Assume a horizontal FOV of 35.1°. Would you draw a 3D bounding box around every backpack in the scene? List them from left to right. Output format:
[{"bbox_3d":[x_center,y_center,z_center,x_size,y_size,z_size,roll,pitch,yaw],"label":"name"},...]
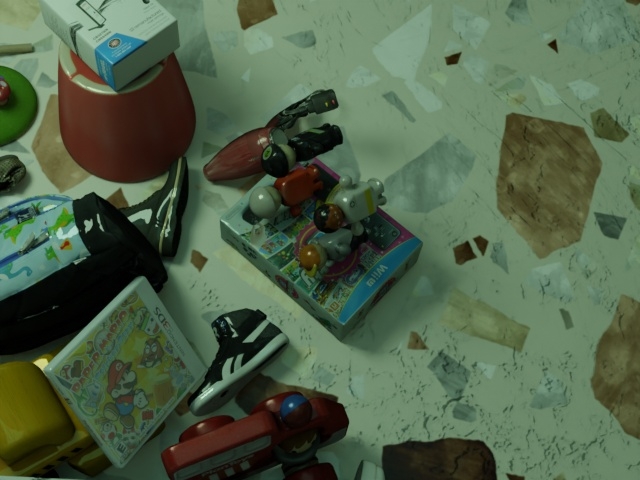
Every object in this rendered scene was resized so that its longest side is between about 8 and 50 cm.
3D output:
[{"bbox_3d":[-0.481,0.061,1.706,0.355,0.290,0.273,-39,74,-1],"label":"backpack"}]

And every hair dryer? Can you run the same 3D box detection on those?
[{"bbox_3d":[-0.091,-0.190,1.924,0.293,0.223,0.080,-30,99,-3],"label":"hair dryer"}]

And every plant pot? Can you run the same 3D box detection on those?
[{"bbox_3d":[-0.369,-0.284,1.886,0.275,0.243,0.275,2,64,-4],"label":"plant pot"}]

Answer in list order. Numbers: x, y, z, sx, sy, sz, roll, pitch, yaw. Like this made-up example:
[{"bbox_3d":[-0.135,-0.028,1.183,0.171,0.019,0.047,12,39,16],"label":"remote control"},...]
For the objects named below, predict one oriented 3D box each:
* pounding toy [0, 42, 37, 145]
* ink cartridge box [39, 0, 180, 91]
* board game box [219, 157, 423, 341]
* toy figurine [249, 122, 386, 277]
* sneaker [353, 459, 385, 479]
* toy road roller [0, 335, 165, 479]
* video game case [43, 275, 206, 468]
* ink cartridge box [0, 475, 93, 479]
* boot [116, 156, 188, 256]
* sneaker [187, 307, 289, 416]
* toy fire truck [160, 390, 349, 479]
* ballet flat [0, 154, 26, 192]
[{"bbox_3d":[-0.648,-0.307,1.952,0.183,0.110,0.237,-5,65,-6],"label":"pounding toy"},{"bbox_3d":[-0.365,-0.380,1.749,0.203,0.086,0.148,43,69,15],"label":"ink cartridge box"},{"bbox_3d":[0.000,0.000,1.855,0.303,0.097,0.224,40,69,14],"label":"board game box"},{"bbox_3d":[-0.011,-0.068,1.718,0.148,0.213,0.209,-28,72,-28],"label":"toy figurine"},{"bbox_3d":[0.122,0.506,1.620,0.169,0.108,0.293,6,74,-3],"label":"sneaker"},{"bbox_3d":[-0.426,0.270,1.615,0.329,0.240,0.202,-31,70,-17],"label":"toy road roller"},{"bbox_3d":[-0.300,0.205,1.597,0.227,0.026,0.206,-49,120,-37],"label":"video game case"},{"bbox_3d":[-0.393,0.443,1.453,0.394,0.285,0.166,8,65,-19],"label":"ink cartridge box"},{"bbox_3d":[-0.323,-0.071,1.884,0.137,0.077,0.198,6,63,5],"label":"boot"},{"bbox_3d":[-0.170,0.202,1.762,0.217,0.079,0.121,-37,68,-27],"label":"sneaker"},{"bbox_3d":[-0.095,0.328,1.601,0.302,0.254,0.169,-18,67,-12],"label":"toy fire truck"},{"bbox_3d":[-0.660,-0.085,1.865,0.250,0.084,0.058,-25,67,-21],"label":"ballet flat"}]
